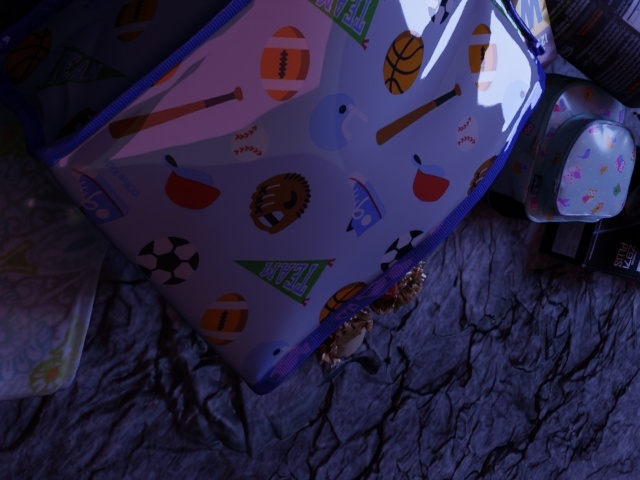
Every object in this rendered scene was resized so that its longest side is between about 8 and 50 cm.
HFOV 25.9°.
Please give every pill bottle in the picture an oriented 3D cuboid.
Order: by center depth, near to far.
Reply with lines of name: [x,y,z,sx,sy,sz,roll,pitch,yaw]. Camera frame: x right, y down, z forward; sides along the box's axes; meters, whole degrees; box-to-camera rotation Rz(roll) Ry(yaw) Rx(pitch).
pill bottle: [0.368,-0.250,1.702,0.246,0.130,0.130,37,75,-6]

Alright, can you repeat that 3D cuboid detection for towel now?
towel: [-0.348,0.007,1.179,0.374,0.090,0.320,-1,119,-38]

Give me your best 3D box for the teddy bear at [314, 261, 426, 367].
teddy bear: [0.000,0.000,1.554,0.245,0.113,0.338,-50,135,6]

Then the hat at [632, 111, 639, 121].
hat: [0.432,-0.095,1.834,0.184,0.173,0.208,25,127,-8]

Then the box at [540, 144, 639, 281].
box: [0.397,-0.046,1.913,0.147,0.077,0.180,13,95,-45]

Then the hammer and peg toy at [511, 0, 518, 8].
hammer and peg toy: [0.026,-0.206,1.335,0.361,0.127,0.266,8,134,-16]

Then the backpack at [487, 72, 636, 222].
backpack: [0.311,-0.117,1.769,0.166,0.144,0.188,1,97,-37]

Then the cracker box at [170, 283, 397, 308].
cracker box: [-0.039,-0.013,1.377,0.232,0.067,0.155,-4,130,-3]

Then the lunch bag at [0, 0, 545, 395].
lunch bag: [-0.021,-0.131,1.136,0.385,0.239,0.328,-40,132,-1]

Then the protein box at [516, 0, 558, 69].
protein box: [0.119,-0.260,1.496,0.136,0.201,0.199,-39,127,-27]
